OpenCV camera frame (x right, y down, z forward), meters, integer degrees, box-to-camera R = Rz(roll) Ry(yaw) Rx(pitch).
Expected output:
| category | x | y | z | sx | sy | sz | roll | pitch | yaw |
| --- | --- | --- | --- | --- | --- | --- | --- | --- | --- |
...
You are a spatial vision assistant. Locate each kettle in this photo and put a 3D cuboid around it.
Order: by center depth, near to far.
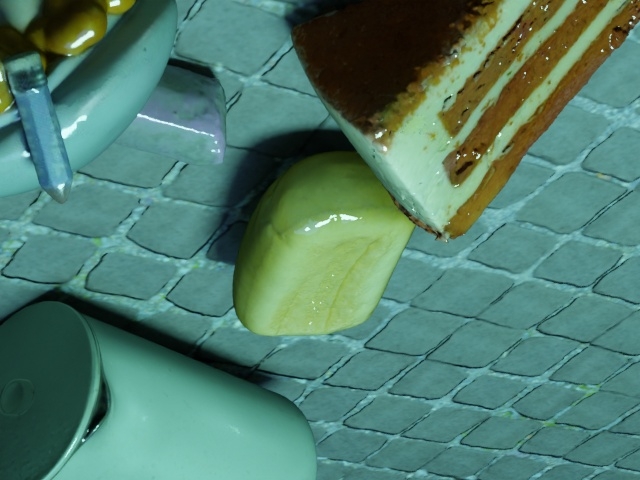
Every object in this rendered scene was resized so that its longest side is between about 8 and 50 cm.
| category | x | y | z | sx | sy | sz | roll | pitch | yaw |
| --- | --- | --- | --- | --- | --- | --- | --- | --- | --- |
| kettle | -0.194 | 0.189 | 1.576 | 0.318 | 0.265 | 0.205 | 28 | 100 | -44 |

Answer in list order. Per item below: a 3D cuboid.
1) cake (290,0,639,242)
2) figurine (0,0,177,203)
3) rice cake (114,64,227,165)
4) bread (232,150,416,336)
| category | x | y | z | sx | sy | sz | roll | pitch | yaw |
| --- | --- | --- | --- | --- | --- | --- | --- | --- | --- |
| cake | 0.128 | -0.122 | 1.180 | 0.262 | 0.159 | 0.158 | -24 | 142 | 18 |
| figurine | -0.284 | -0.170 | 0.999 | 0.382 | 0.224 | 0.205 | 31 | 132 | -9 |
| rice cake | -0.226 | -0.126 | 1.162 | 0.365 | 0.072 | 0.056 | 13 | 143 | -29 |
| bread | 0.000 | 0.000 | 1.389 | 0.147 | 0.098 | 0.217 | 1 | 148 | -20 |
